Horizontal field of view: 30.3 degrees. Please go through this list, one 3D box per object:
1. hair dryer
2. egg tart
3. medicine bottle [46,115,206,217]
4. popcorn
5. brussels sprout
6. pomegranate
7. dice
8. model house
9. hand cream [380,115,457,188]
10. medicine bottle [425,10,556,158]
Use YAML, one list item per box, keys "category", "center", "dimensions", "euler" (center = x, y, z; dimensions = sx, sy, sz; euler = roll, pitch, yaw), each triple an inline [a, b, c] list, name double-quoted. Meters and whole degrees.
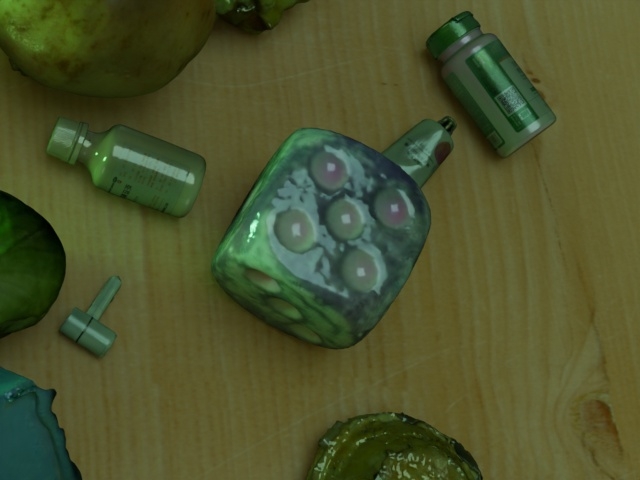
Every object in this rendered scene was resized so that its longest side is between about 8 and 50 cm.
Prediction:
- category: "hair dryer"
  center: [-0.348, 0.112, 1.883]
  dimensions: [0.082, 0.047, 0.137]
  euler: [33, 55, -9]
- category: "egg tart"
  center: [0.139, 0.428, 1.914]
  dimensions: [0.341, 0.132, 0.341]
  euler: [8, 68, -21]
- category: "medicine bottle"
  center: [-0.320, -0.129, 1.939]
  dimensions: [0.252, 0.114, 0.114]
  euler: [21, 64, -14]
- category: "popcorn"
  center: [-0.129, -0.493, 2.102]
  dimensions: [0.286, 0.215, 0.252]
  euler: [-1, 103, -21]
- category: "brussels sprout"
  center: [-0.494, 0.046, 1.728]
  dimensions: [0.219, 0.210, 0.271]
  euler: [45, 26, -11]
- category: "pomegranate"
  center: [-0.376, -0.411, 1.888]
  dimensions: [0.411, 0.411, 0.412]
  euler: [8, 68, -20]
- category: "dice"
  center: [0.000, 0.000, 1.926]
  dimensions: [0.271, 0.270, 0.270]
  euler: [32, 68, -8]
- category: "model house"
  center: [-0.511, 0.281, 1.592]
  dimensions: [0.215, 0.303, 0.237]
  euler: [-38, 133, -40]
- category: "hand cream"
  center: [0.135, -0.116, 2.152]
  dimensions: [0.124, 0.078, 0.340]
  euler: [46, 66, -2]
- category: "medicine bottle"
  center: [0.319, -0.300, 2.255]
  dimensions: [0.133, 0.133, 0.274]
  euler: [-35, 87, -29]
